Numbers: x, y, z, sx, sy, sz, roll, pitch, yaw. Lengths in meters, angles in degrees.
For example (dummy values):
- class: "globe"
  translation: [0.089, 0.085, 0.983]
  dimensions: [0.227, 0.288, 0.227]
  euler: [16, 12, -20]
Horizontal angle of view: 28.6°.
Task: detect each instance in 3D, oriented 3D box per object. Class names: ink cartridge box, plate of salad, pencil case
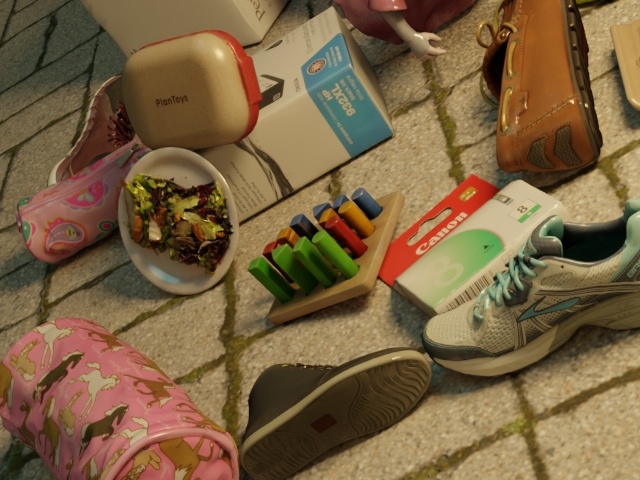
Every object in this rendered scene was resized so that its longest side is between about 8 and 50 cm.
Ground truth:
- class: "ink cartridge box"
  translation: [0.153, -0.005, 1.410]
  dimensions: [0.181, 0.056, 0.225]
  euler: [-40, 32, -6]
- class: "plate of salad"
  translation: [-0.196, -0.024, 1.667]
  dimensions: [0.200, 0.199, 0.048]
  euler: [-15, 0, 31]
- class: "pencil case"
  translation: [-0.330, -0.073, 1.925]
  dimensions: [0.284, 0.124, 0.124]
  euler: [-28, 31, 15]
- class: "pencil case"
  translation: [-0.235, 0.213, 1.399]
  dimensions: [0.386, 0.160, 0.167]
  euler: [24, 109, 56]
- class: "ink cartridge box"
  translation: [-0.070, -0.170, 1.787]
  dimensions: [0.307, 0.129, 0.223]
  euler: [-30, 31, 11]

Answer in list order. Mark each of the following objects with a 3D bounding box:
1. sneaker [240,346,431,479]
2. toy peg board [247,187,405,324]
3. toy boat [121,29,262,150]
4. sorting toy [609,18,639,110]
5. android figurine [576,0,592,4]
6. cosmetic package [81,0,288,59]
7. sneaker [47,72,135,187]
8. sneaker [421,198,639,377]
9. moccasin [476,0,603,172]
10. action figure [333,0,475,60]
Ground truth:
- class: "sneaker"
  translation: [0.008, 0.150, 1.309]
  dimensions: [0.222, 0.083, 0.118]
  euler: [-30, 30, 13]
- class: "toy peg board"
  translation: [0.000, 0.000, 1.508]
  dimensions: [0.161, 0.079, 0.160]
  euler: [-22, 33, 39]
- class: "toy boat"
  translation: [-0.156, -0.205, 1.689]
  dimensions: [0.231, 0.151, 0.151]
  euler: [-4, 15, 41]
- class: "sorting toy"
  translation: [0.448, -0.230, 1.445]
  dimensions: [0.208, 0.038, 0.193]
  euler: [-19, 34, 18]
- class: "android figurine"
  translation: [0.414, -0.417, 1.712]
  dimensions: [0.273, 0.056, 0.248]
  euler: [-5, 42, 42]
- class: "cosmetic package"
  translation: [-0.230, -0.573, 2.313]
  dimensions: [0.327, 0.329, 0.393]
  euler: [-7, 42, 39]
- class: "sneaker"
  translation: [-0.324, -0.163, 2.082]
  dimensions: [0.163, 0.106, 0.281]
  euler: [0, 56, 39]
- class: "sneaker"
  translation: [0.216, 0.036, 1.218]
  dimensions: [0.283, 0.122, 0.110]
  euler: [-23, 33, 22]
- class: "moccasin"
  translation: [0.254, -0.215, 1.533]
  dimensions: [0.147, 0.139, 0.380]
  euler: [-14, 45, 18]
- class: "action figure"
  translation: [0.130, -0.406, 1.693]
  dimensions: [0.248, 0.276, 0.370]
  euler: [-47, -11, -4]
